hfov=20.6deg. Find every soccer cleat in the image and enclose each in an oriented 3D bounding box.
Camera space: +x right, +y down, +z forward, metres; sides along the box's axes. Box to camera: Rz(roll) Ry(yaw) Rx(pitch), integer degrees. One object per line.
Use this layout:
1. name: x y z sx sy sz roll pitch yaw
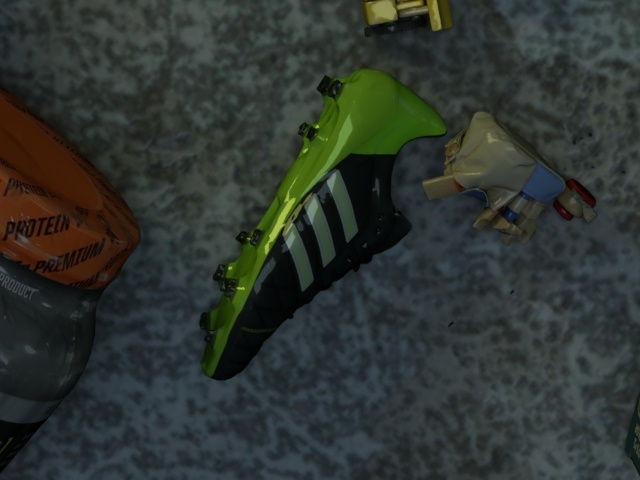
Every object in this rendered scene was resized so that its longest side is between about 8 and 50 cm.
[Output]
1. soccer cleat: 0.000 0.000 0.887 0.072 0.060 0.179 28 99 -15

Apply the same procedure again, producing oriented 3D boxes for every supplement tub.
1. supplement tub: -0.242 0.069 0.838 0.193 0.193 0.316 41 98 -4

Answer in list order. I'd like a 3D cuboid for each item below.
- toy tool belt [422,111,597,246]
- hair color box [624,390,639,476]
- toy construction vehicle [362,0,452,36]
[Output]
1. toy tool belt: 0.094 -0.023 0.883 0.083 0.052 0.051 33 109 -31
2. hair color box: 0.332 0.117 0.828 0.347 0.174 0.105 14 99 0
3. toy construction vehicle: 0.064 -0.147 0.870 0.098 0.035 0.086 -8 98 4
